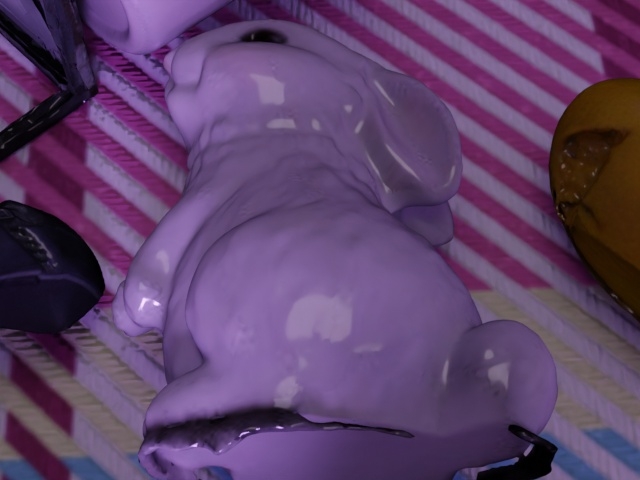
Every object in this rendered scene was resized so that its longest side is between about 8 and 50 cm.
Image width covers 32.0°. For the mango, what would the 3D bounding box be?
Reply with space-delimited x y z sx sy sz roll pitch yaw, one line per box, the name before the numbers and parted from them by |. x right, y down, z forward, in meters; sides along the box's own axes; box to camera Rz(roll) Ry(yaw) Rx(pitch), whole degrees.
mango | 0.253 -0.009 0.723 0.167 0.130 0.262 -36 63 -22

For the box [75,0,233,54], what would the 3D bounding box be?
box | -0.087 -0.240 0.780 0.206 0.262 0.291 -40 70 -14

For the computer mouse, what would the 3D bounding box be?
computer mouse | -0.210 0.008 0.688 0.106 0.192 0.062 39 110 38

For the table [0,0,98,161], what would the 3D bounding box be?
table | -0.377 -0.188 0.758 0.272 0.222 0.335 -40 68 -22

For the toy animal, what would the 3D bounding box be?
toy animal | 0.000 0.000 0.690 0.258 0.194 0.357 -5 52 7
